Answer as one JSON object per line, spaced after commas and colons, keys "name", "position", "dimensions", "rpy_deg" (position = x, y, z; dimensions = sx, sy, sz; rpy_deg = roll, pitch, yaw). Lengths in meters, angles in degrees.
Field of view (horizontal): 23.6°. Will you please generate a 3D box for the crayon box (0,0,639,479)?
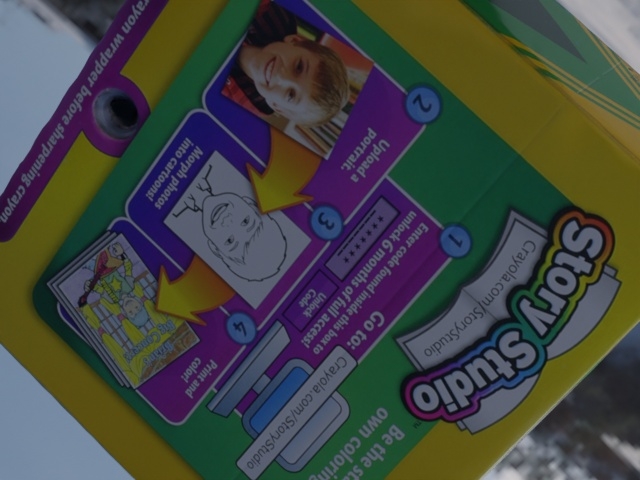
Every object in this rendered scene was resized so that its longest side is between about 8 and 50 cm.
{"name": "crayon box", "position": [0.000, 0.000, 0.858], "dimensions": [0.313, 0.363, 0.106], "rpy_deg": [43, -150, 7]}
